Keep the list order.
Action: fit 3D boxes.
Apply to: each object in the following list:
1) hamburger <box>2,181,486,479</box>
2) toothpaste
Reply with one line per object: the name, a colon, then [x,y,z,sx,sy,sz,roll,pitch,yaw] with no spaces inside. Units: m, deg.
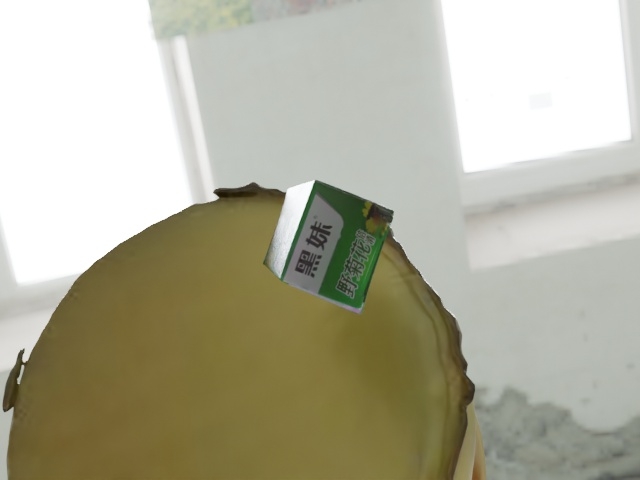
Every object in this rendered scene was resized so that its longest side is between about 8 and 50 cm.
hamburger: [-0.036,0.107,0.801,0.261,0.303,0.186,-17,157,6]
toothpaste: [0.000,0.000,0.600,0.037,0.043,0.178,22,179,-4]
